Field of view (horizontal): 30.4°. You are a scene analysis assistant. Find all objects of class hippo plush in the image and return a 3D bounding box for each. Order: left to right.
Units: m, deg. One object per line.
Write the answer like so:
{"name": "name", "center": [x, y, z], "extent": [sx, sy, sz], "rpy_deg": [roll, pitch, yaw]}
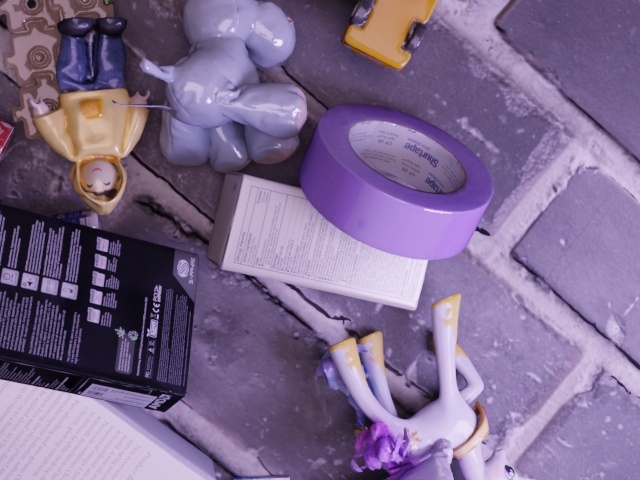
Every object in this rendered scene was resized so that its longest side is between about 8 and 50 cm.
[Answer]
{"name": "hippo plush", "center": [-0.156, -0.254, 1.743], "extent": [0.294, 0.234, 0.236], "rpy_deg": [16, 60, -24]}

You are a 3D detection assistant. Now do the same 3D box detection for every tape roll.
{"name": "tape roll", "center": [0.111, -0.090, 1.720], "extent": [0.275, 0.274, 0.090], "rpy_deg": [20, 122, -8]}

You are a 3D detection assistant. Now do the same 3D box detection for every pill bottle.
{"name": "pill bottle", "center": [-0.390, -0.006, 1.770], "extent": [0.120, 0.067, 0.067], "rpy_deg": [-11, 95, -6]}

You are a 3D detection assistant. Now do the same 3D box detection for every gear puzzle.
{"name": "gear puzzle", "center": [-0.393, -0.324, 1.764], "extent": [0.176, 0.044, 0.338], "rpy_deg": [-9, 95, -13]}

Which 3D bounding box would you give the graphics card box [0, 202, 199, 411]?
{"name": "graphics card box", "center": [-0.362, 0.090, 1.656], "extent": [0.371, 0.094, 0.232], "rpy_deg": [14, 59, -23]}

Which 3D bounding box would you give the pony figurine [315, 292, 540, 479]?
{"name": "pony figurine", "center": [0.141, 0.307, 1.775], "extent": [0.351, 0.303, 0.363], "rpy_deg": [-21, 80, -14]}

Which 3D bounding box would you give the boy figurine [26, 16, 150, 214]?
{"name": "boy figurine", "center": [-0.337, -0.179, 1.717], "extent": [0.177, 0.092, 0.285], "rpy_deg": [0, 91, -19]}

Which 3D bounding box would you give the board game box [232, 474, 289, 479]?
{"name": "board game box", "center": [-0.093, 0.417, 1.854], "extent": [0.090, 0.020, 0.090], "rpy_deg": [-1, 93, -6]}

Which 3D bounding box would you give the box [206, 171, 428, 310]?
{"name": "box", "center": [0.000, 0.000, 1.766], "extent": [0.311, 0.121, 0.147], "rpy_deg": [14, 92, -17]}

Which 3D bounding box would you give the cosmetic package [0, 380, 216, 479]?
{"name": "cosmetic package", "center": [-0.400, 0.301, 1.739], "extent": [0.453, 0.161, 0.230], "rpy_deg": [38, 87, -7]}

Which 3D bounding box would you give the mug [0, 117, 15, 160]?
{"name": "mug", "center": [-0.552, -0.157, 1.739], "extent": [0.169, 0.150, 0.113], "rpy_deg": [25, 54, -12]}

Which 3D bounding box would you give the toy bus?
{"name": "toy bus", "center": [0.142, -0.423, 1.779], "extent": [0.108, 0.130, 0.332], "rpy_deg": [25, 90, -9]}
